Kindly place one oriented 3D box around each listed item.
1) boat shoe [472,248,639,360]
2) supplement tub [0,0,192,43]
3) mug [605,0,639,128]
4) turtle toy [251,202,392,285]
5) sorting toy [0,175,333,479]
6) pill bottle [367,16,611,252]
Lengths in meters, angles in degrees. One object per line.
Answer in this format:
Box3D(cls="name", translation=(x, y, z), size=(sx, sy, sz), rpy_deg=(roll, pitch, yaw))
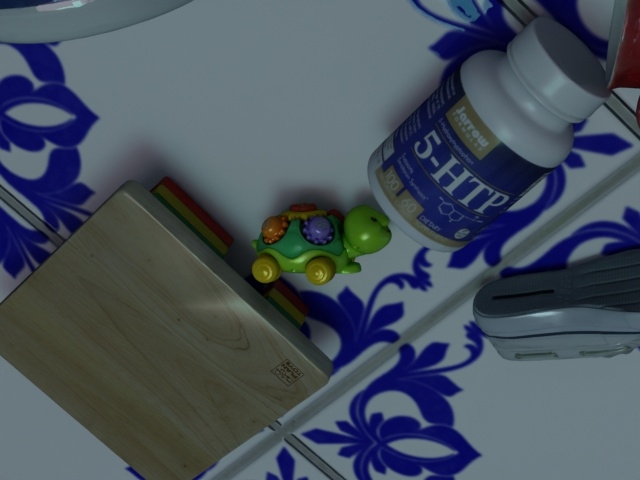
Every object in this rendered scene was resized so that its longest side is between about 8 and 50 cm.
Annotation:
Box3D(cls="boat shoe", translation=(0.248, 0.062, 1.072), size=(0.226, 0.083, 0.075), rpy_deg=(-4, 132, 32))
Box3D(cls="supplement tub", translation=(-0.199, -0.322, 0.868), size=(0.228, 0.228, 0.316), rpy_deg=(-2, 120, 18))
Box3D(cls="mug", translation=(0.299, -0.138, 0.898), size=(0.169, 0.113, 0.150), rpy_deg=(8, 97, 7))
Box3D(cls="turtle toy", translation=(0.000, 0.000, 1.100), size=(0.130, 0.095, 0.066), rpy_deg=(1, 100, 16))
Box3D(cls="sorting toy", translation=(-0.153, 0.086, 1.192), size=(0.257, 0.089, 0.255), rpy_deg=(43, 123, -12))
Box3D(cls="pill bottle", translation=(0.135, -0.086, 0.984), size=(0.112, 0.112, 0.187), rpy_deg=(40, 123, -9))
